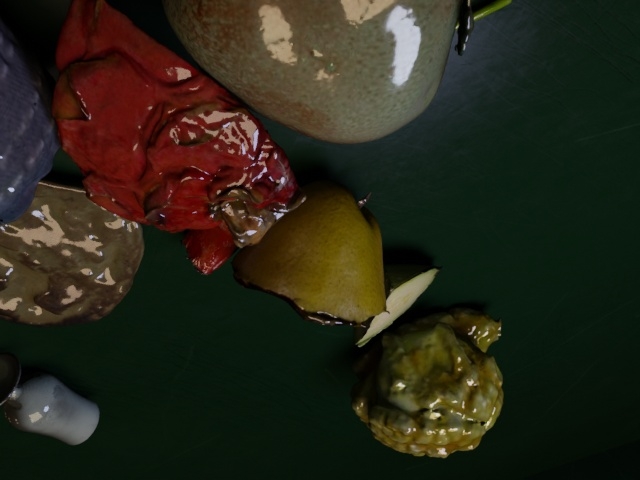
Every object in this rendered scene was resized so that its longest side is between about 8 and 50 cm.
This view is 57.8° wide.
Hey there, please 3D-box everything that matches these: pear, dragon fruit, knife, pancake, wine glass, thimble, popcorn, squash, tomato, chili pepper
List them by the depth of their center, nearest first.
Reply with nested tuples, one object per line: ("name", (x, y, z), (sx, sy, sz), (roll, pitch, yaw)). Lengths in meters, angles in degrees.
("tomato", (0.013, -0.235, 0.529), (0.303, 0.239, 0.303), (-8, 140, -7))
("thimble", (-0.360, -0.107, 0.531), (0.205, 0.236, 0.172), (2, 150, 18))
("dragon fruit", (-0.142, -0.067, 0.601), (0.152, 0.205, 0.317), (-55, 154, -9))
("knife", (0.154, -0.260, 0.726), (0.184, 0.022, 0.026), (-25, 114, 8))
("pancake", (-0.385, 0.019, 0.803), (0.294, 0.049, 0.294), (-10, 136, -10))
("chili pepper", (-0.145, -0.011, 0.844), (0.070, 0.073, 0.123), (23, 129, -32))
("pear", (0.000, 0.000, 0.852), (0.267, 0.267, 0.178), (11, 99, -31))
("wine glass", (-0.494, 0.287, 1.019), (0.103, 0.103, 0.231), (-23, 144, 4))
("squash", (0.130, 0.087, 1.080), (0.184, 0.085, 0.192), (-25, 153, -42))
("popcorn", (0.233, 0.300, 1.200), (0.335, 0.279, 0.274), (-17, 122, 16))
